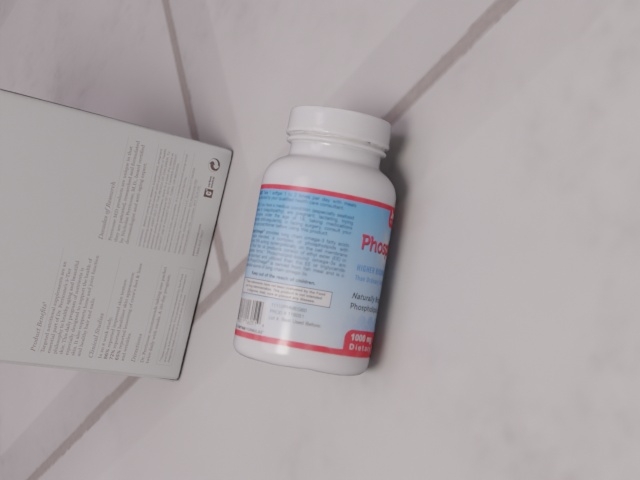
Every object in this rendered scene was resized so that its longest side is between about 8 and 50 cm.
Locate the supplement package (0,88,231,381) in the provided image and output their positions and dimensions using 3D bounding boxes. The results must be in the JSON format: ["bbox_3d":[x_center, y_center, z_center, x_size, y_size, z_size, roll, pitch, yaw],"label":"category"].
[{"bbox_3d":[-0.250,-0.017,0.844,0.198,0.262,0.199,17,93,53],"label":"supplement package"}]

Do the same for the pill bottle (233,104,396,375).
[{"bbox_3d":[0.000,0.000,0.658,0.087,0.087,0.160,7,86,53],"label":"pill bottle"}]
